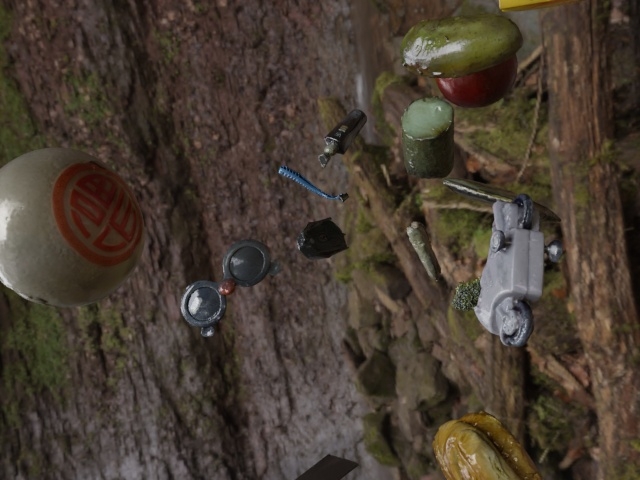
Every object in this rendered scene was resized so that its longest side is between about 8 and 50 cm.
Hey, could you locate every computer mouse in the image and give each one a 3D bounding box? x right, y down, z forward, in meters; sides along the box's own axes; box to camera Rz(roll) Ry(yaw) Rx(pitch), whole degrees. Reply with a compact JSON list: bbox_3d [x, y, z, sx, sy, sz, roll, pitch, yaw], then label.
[{"bbox_3d":[0.000,0.003,1.908,0.071,0.231,0.126,-39,81,36],"label":"computer mouse"}]

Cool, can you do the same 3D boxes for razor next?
[{"bbox_3d":[-0.027,-0.187,2.091,0.042,0.253,0.082,-65,-6,21],"label":"razor"}]

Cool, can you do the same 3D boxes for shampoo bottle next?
[{"bbox_3d":[0.059,-0.288,1.741,0.057,0.207,0.063,17,144,30],"label":"shampoo bottle"}]

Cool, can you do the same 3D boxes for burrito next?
[{"bbox_3d":[0.268,0.030,1.570,0.188,0.045,0.058,60,-145,-27],"label":"burrito"}]

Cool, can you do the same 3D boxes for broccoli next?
[{"bbox_3d":[0.359,0.120,1.440,0.092,0.095,0.096,-31,-51,-61],"label":"broccoli"}]

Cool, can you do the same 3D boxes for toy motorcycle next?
[{"bbox_3d":[0.319,0.057,1.052,0.171,0.110,0.260,123,154,-70],"label":"toy motorcycle"}]

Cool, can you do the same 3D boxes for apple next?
[{"bbox_3d":[0.415,-0.469,1.659,0.218,0.218,0.201,-109,-6,-51],"label":"apple"}]

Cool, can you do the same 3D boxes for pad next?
[{"bbox_3d":[-0.102,0.525,1.166,0.007,0.368,0.247,55,163,5],"label":"pad"}]

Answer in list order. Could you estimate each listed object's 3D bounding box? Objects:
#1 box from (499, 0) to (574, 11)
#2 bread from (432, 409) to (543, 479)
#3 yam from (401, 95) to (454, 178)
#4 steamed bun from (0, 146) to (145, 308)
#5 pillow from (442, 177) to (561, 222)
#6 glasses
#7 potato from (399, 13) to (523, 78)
[{"bbox_3d":[0.414,-0.442,1.107,0.269,0.153,0.043,-40,-56,-60],"label":"box"},{"bbox_3d":[0.287,0.399,1.060,0.198,0.120,0.236,58,170,10],"label":"bread"},{"bbox_3d":[0.380,-0.349,2.171,0.300,0.195,0.195,68,-174,-61],"label":"yam"},{"bbox_3d":[-0.422,-0.029,1.062,0.283,0.177,0.282,33,-132,-47],"label":"steamed bun"},{"bbox_3d":[0.422,-0.094,1.431,0.208,0.212,0.052,26,99,50],"label":"pillow"},{"bbox_3d":[-0.188,0.101,1.414,0.118,0.234,0.268,45,-179,6],"label":"glasses"},{"bbox_3d":[0.334,-0.464,1.480,0.176,0.298,0.141,-58,-37,-32],"label":"potato"}]
